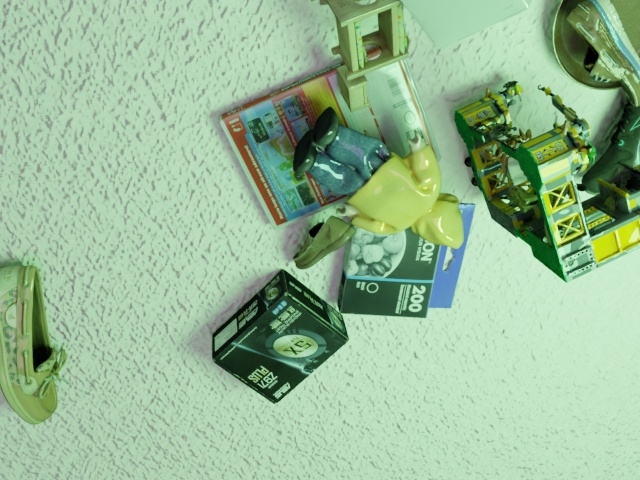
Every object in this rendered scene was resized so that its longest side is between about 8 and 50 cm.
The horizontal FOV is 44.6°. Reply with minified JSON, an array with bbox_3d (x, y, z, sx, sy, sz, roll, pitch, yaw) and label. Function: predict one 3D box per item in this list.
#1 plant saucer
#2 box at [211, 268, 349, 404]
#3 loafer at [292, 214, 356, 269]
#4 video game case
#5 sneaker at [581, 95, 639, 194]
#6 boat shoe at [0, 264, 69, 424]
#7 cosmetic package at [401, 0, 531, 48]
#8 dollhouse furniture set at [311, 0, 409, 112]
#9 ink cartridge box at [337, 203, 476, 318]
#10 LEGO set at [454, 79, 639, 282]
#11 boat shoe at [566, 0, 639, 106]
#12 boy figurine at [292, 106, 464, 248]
[{"bbox_3d":[0.428,-0.319,1.136,0.199,0.036,0.198,-3,119,-5],"label":"plant saucer"},{"bbox_3d":[-0.069,0.163,1.306,0.180,0.077,0.147,-42,116,15],"label":"box"},{"bbox_3d":[0.000,0.000,1.221,0.050,0.056,0.148,53,137,-3],"label":"loafer"},{"bbox_3d":[0.019,-0.154,1.176,0.285,0.025,0.204,-23,119,4],"label":"video game case"},{"bbox_3d":[0.498,-0.182,1.203,0.106,0.101,0.267,44,103,-7],"label":"sneaker"},{"bbox_3d":[-0.462,0.171,1.241,0.089,0.104,0.285,-8,119,0],"label":"boat shoe"},{"bbox_3d":[0.164,-0.400,0.932,0.138,0.224,0.224,-16,128,45],"label":"cosmetic package"},{"bbox_3d":[0.051,-0.303,1.060,0.101,0.160,0.182,-22,153,-5],"label":"dollhouse furniture set"},{"bbox_3d":[0.143,0.032,1.283,0.208,0.045,0.206,2,117,-10],"label":"ink cartridge box"},{"bbox_3d":[0.347,-0.107,1.091,0.192,0.331,0.254,-25,106,-3],"label":"LEGO set"},{"bbox_3d":[0.409,-0.262,1.113,0.066,0.066,0.183,-31,108,14],"label":"boat shoe"},{"bbox_3d":[0.107,-0.084,1.146,0.285,0.092,0.177,28,121,-18],"label":"boy figurine"}]
